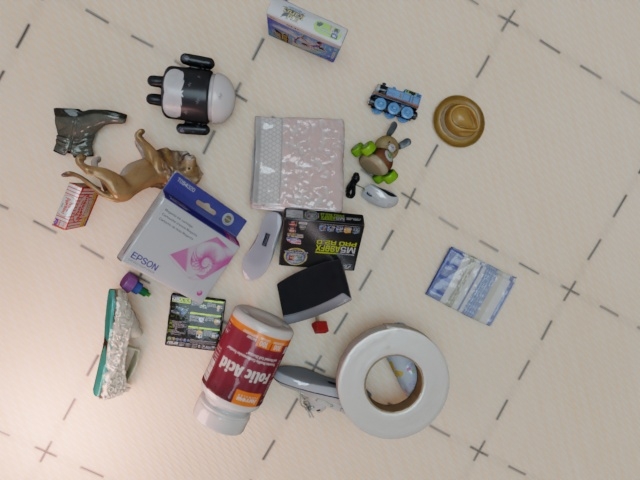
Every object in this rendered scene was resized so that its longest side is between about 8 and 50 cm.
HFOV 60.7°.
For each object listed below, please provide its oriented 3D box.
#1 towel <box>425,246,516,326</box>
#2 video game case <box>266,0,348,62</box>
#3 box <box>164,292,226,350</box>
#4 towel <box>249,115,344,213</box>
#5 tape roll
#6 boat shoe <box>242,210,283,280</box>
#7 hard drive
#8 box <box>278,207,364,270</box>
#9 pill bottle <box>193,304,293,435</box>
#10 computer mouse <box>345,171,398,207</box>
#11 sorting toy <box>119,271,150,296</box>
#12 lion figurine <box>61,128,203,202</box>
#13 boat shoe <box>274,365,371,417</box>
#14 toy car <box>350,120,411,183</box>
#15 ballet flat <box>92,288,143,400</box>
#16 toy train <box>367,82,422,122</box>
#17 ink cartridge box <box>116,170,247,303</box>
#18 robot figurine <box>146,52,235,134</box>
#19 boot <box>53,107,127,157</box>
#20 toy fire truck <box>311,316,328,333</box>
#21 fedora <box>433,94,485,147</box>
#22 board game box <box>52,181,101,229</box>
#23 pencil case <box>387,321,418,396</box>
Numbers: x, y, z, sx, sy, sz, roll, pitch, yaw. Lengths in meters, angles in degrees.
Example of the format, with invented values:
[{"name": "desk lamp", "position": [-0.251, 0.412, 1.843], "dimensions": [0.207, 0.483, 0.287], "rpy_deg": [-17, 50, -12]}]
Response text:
[{"name": "towel", "position": [0.552, 0.169, 2.002], "dimensions": [0.285, 0.034, 0.209], "rpy_deg": [26, 95, -5]}, {"name": "video game case", "position": [-0.048, -0.666, 1.748], "dimensions": [0.244, 0.269, 0.061], "rpy_deg": [23, 95, -6]}, {"name": "box", "position": [-0.438, 0.286, 1.917], "dimensions": [0.190, 0.045, 0.184], "rpy_deg": [7, 92, -5]}, {"name": "towel", "position": [-0.076, -0.261, 1.856], "dimensions": [0.317, 0.053, 0.332], "rpy_deg": [3, 82, -4]}, {"name": "tape roll", "position": [0.245, 0.478, 1.868], "dimensions": [0.392, 0.072, 0.392], "rpy_deg": [0, 94, -5]}, {"name": "boat shoe", "position": [-0.189, 0.019, 1.893], "dimensions": [0.095, 0.084, 0.258], "rpy_deg": [29, 100, 5]}, {"name": "hard drive", "position": [-0.030, 0.170, 1.860], "dimensions": [0.254, 0.054, 0.172], "rpy_deg": [-23, 63, 20]}, {"name": "box", "position": [0.000, 0.000, 1.866], "dimensions": [0.270, 0.060, 0.216], "rpy_deg": [5, 130, -6]}, {"name": "pill bottle", "position": [-0.267, 0.437, 1.856], "dimensions": [0.224, 0.224, 0.392], "rpy_deg": [24, 93, -7]}, {"name": "computer mouse", "position": [0.184, -0.161, 1.914], "dimensions": [0.193, 0.042, 0.106], "rpy_deg": [21, 128, -8]}, {"name": "sorting toy", "position": [-0.524, 0.049, 1.869], "dimensions": [0.126, 0.127, 0.365], "rpy_deg": [39, 89, -30]}, {"name": "lion figurine", "position": [-0.590, -0.211, 1.760], "dimensions": [0.392, 0.142, 0.240], "rpy_deg": [-35, 92, -28]}, {"name": "boat shoe", "position": [-0.010, 0.564, 1.948], "dimensions": [0.367, 0.136, 0.156], "rpy_deg": [19, 96, -16]}, {"name": "toy car", "position": [0.230, -0.313, 1.882], "dimensions": [0.188, 0.149, 0.155], "rpy_deg": [-46, 110, -12]}, {"name": "ballet flat", "position": [-0.679, 0.348, 1.863], "dimensions": [0.147, 0.147, 0.409], "rpy_deg": [12, 102, -6]}, {"name": "toy train", "position": [0.257, -0.479, 1.894], "dimensions": [0.184, 0.080, 0.105], "rpy_deg": [17, 85, -4]}, {"name": "ink cartridge box", "position": [-0.431, -0.002, 1.787], "dimensions": [0.324, 0.071, 0.330], "rpy_deg": [36, 84, -37]}, {"name": "robot figurine", "position": [-0.418, -0.474, 1.786], "dimensions": [0.278, 0.209, 0.173], "rpy_deg": [6, 53, -5]}, {"name": "boot", "position": [-0.763, -0.355, 1.819], "dimensions": [0.246, 0.083, 0.161], "rpy_deg": [2, 102, 0]}, {"name": "toy fire truck", "position": [0.005, 0.217, 1.925], "dimensions": [0.047, 0.135, 0.192], "rpy_deg": [3, 57, -31]}, {"name": "fedora", "position": [0.496, -0.421, 1.917], "dimensions": [0.194, 0.079, 0.194], "rpy_deg": [-1, 96, -6]}, {"name": "board game box", "position": [-0.787, -0.114, 1.772], "dimensions": [0.045, 0.193, 0.147], "rpy_deg": [23, 93, -7]}, {"name": "pencil case", "position": [0.311, 0.432, 1.965], "dimensions": [0.124, 0.113, 0.273], "rpy_deg": [-31, 98, -20]}]
